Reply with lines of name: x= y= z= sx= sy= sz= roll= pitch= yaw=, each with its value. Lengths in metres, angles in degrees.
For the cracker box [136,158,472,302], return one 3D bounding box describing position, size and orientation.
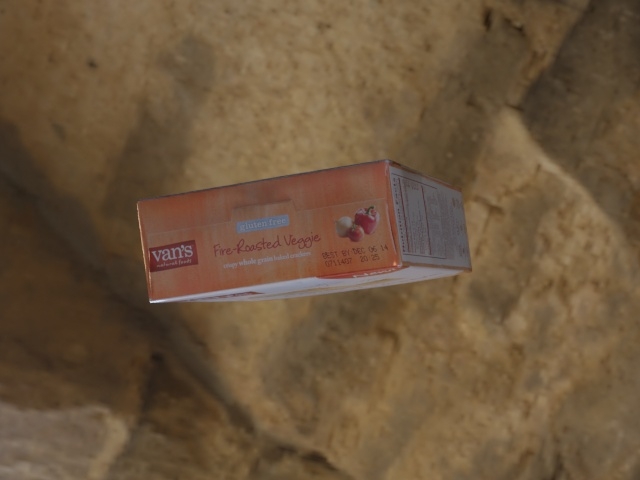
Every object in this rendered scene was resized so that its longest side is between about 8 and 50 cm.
cracker box: x=0.000 y=0.000 z=0.912 sx=0.232 sy=0.156 sz=0.067 roll=9 pitch=73 yaw=-73
